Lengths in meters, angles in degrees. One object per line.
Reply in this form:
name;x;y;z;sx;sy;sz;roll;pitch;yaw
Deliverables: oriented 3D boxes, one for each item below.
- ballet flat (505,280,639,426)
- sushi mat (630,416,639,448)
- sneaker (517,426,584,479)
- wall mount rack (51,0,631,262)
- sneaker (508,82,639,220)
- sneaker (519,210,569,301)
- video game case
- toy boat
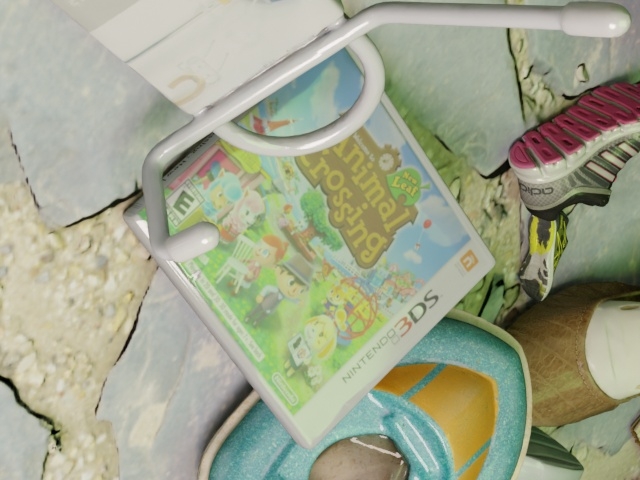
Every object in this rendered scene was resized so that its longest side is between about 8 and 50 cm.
ballet flat;0.290;0.087;1.452;0.342;0.124;0.116;-6;87;-45
sushi mat;0.432;0.117;1.721;0.316;0.019;0.151;-48;139;-13
sneaker;0.112;0.190;1.380;0.258;0.094;0.091;14;113;-41
wall mount rack;-0.033;-0.131;0.863;0.304;0.130;0.350;-31;137;20
sneaker;0.221;-0.069;1.337;0.170;0.063;0.074;-28;132;-26
sneaker;0.189;0.012;1.379;0.035;0.031;0.083;-20;128;-39
video game case;0.000;0.000;1.110;0.193;0.023;0.212;-44;116;-18
toy boat;0.085;0.201;1.192;0.267;0.148;0.318;-40;96;-14
